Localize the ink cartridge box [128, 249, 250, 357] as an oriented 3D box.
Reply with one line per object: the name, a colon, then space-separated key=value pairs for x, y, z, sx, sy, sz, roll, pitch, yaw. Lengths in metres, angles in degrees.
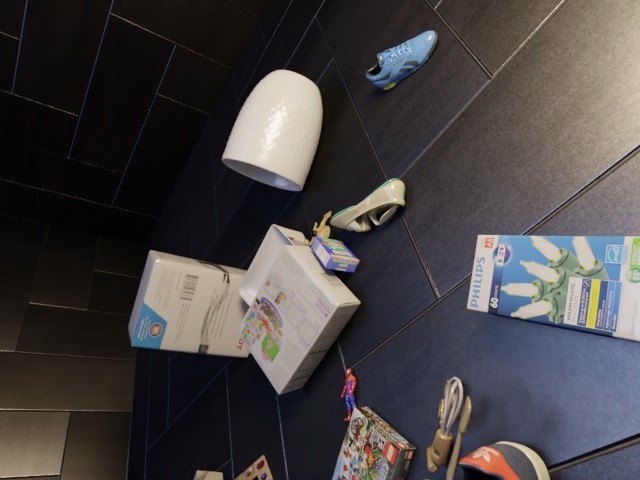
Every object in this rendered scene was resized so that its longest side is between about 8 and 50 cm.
ink cartridge box: x=-0.409 y=0.222 z=1.475 sx=0.166 sy=0.395 sz=0.285 roll=21 pitch=94 yaw=60

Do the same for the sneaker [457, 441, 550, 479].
sneaker: x=0.242 y=0.467 z=0.591 sx=0.131 sy=0.148 sz=0.350 roll=-28 pitch=55 yaw=50

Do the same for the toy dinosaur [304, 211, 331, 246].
toy dinosaur: x=0.000 y=0.000 z=1.255 sx=0.093 sy=0.053 sz=0.183 roll=-29 pitch=53 yaw=47

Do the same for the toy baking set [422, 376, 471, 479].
toy baking set: x=0.194 y=0.322 z=0.700 sx=0.256 sy=0.030 sz=0.196 roll=71 pitch=-148 yaw=-70

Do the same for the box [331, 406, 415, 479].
box: x=0.097 y=0.494 z=0.902 sx=0.159 sy=0.044 sz=0.233 roll=20 pitch=94 yaw=58

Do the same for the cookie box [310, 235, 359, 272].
cookie box: x=0.038 y=0.036 z=1.145 sx=0.040 sy=0.092 sz=0.107 roll=-66 pitch=34 yaw=20

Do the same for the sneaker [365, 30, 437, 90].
sneaker: x=0.202 y=-0.468 z=1.114 sx=0.209 sy=0.082 sz=0.069 roll=-27 pitch=53 yaw=48

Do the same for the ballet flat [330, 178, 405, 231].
ballet flat: x=0.117 y=-0.066 z=1.086 sx=0.248 sy=0.086 sz=0.086 roll=-33 pitch=51 yaw=46

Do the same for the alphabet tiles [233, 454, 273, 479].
alphabet tiles: x=-0.219 y=0.755 z=1.203 sx=0.237 sy=0.009 sz=0.198 roll=-40 pitch=36 yaw=-3

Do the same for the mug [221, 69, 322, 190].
mug: x=-0.137 y=-0.359 z=1.457 sx=0.374 sy=0.276 sz=0.328 roll=126 pitch=163 yaw=-86

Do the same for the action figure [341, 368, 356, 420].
action figure: x=0.068 y=0.362 z=1.021 sx=0.038 sy=0.030 sz=0.115 roll=-34 pitch=47 yaw=53

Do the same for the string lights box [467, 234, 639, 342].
string lights box: x=0.358 y=0.063 z=0.650 sx=0.260 sy=0.077 sz=0.133 roll=1 pitch=80 yaw=58

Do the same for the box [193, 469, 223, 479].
box: x=-0.355 y=0.856 z=1.345 sx=0.275 sy=0.094 sz=0.113 roll=-148 pitch=75 yaw=-72

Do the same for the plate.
plate: x=-0.106 y=0.137 z=1.293 sx=0.278 sy=0.045 sz=0.277 roll=43 pitch=117 yaw=27

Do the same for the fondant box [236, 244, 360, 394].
fondant box: x=-0.073 y=0.210 z=1.173 sx=0.238 sy=0.096 sz=0.330 roll=47 pitch=117 yaw=32

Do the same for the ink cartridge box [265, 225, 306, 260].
ink cartridge box: x=-0.121 y=0.031 z=1.384 sx=0.135 sy=0.099 sz=0.056 roll=-58 pitch=33 yaw=23
